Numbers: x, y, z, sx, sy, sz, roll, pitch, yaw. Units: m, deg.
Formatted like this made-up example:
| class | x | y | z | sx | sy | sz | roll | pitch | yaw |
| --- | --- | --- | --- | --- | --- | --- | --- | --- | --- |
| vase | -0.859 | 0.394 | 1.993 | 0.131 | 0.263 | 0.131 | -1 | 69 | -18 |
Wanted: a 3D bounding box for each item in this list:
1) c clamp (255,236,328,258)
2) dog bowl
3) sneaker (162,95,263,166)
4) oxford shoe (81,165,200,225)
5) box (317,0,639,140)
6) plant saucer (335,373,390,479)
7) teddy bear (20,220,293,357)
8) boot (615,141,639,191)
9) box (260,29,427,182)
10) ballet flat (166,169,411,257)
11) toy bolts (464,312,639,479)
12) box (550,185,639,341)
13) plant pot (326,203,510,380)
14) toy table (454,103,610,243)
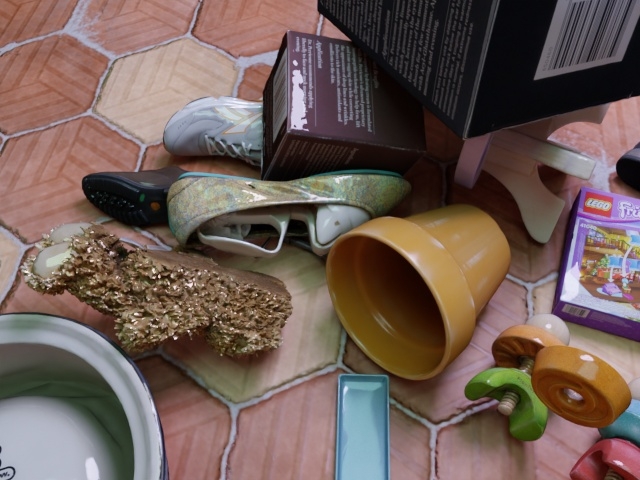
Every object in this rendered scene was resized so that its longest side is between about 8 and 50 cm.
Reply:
| class | x | y | z | sx | sy | sz | roll | pitch | yaw |
| --- | --- | --- | --- | --- | --- | --- | --- | --- | --- |
| c clamp | 0.000 | 0.000 | 0.961 | 0.160 | 0.022 | 0.137 | 17 | 54 | 15 |
| dog bowl | -0.357 | 0.295 | 0.708 | 0.407 | 0.150 | 0.408 | -2 | 57 | 3 |
| sneaker | -0.124 | -0.168 | 1.033 | 0.262 | 0.099 | 0.121 | -13 | 61 | -4 |
| oxford shoe | -0.263 | -0.076 | 1.000 | 0.227 | 0.083 | 0.096 | 9 | 36 | 10 |
| box | 0.207 | -0.340 | 0.813 | 0.293 | 0.212 | 0.396 | -16 | 46 | -20 |
| plant saucer | 0.052 | 0.260 | 0.788 | 0.067 | 0.018 | 0.192 | 1 | 58 | 3 |
| teddy bear | -0.208 | 0.069 | 0.821 | 0.337 | 0.113 | 0.245 | 15 | 11 | -32 |
| boot | 0.611 | -0.138 | 0.965 | 0.263 | 0.091 | 0.229 | 38 | 71 | 26 |
| box | 0.026 | -0.177 | 0.938 | 0.203 | 0.167 | 0.169 | 6 | 68 | -16 |
| ballet flat | -0.039 | -0.031 | 0.894 | 0.348 | 0.123 | 0.123 | -1 | 56 | -9 |
| toy bolts | 0.325 | 0.170 | 0.738 | 0.228 | 0.218 | 0.158 | 41 | 60 | 6 |
| box | 0.487 | 0.051 | 0.877 | 0.293 | 0.057 | 0.201 | 16 | 61 | 13 |
| plant pot | 0.143 | 0.045 | 0.830 | 0.187 | 0.205 | 0.205 | -29 | 59 | -33 |
| toy table | 0.300 | -0.137 | 0.916 | 0.160 | 0.252 | 0.274 | 22 | 29 | 12 |
